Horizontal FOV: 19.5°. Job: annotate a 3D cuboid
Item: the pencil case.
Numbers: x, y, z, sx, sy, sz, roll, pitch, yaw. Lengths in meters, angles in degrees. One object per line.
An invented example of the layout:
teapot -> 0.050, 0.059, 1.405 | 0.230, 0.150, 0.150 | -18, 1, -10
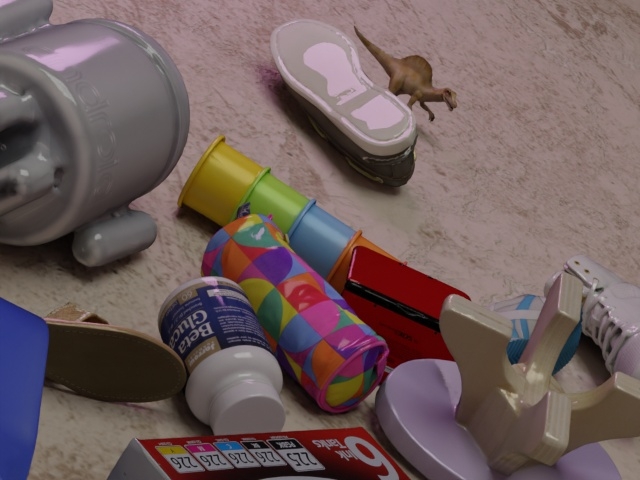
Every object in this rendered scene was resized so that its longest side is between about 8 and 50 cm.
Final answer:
pencil case -> -0.026, 0.068, 1.907 | 0.104, 0.104, 0.236 | -3, 43, -46

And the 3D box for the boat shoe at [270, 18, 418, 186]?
boat shoe -> 0.027, -0.181, 2.412 | 0.109, 0.091, 0.305 | -27, 48, -14

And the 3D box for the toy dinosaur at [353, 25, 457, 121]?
toy dinosaur -> 0.112, -0.219, 2.554 | 0.183, 0.092, 0.053 | 36, 27, 16

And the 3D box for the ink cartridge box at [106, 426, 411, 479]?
ink cartridge box -> -0.002, 0.285, 1.463 | 0.272, 0.130, 0.309 | 45, 22, 28

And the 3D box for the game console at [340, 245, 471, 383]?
game console -> 0.080, 0.090, 1.986 | 0.144, 0.124, 0.085 | 24, 1, -6

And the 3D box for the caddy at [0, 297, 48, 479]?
caddy -> -0.325, 0.149, 1.333 | 0.179, 0.241, 0.341 | 26, 25, -18

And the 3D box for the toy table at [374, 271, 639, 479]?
toy table -> 0.210, 0.164, 1.856 | 0.274, 0.161, 0.252 | 18, 40, -16

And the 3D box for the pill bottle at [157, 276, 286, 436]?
pill bottle -> -0.090, 0.118, 1.764 | 0.094, 0.094, 0.169 | 11, 31, -30

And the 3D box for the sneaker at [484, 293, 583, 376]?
sneaker -> 0.204, 0.122, 2.062 | 0.092, 0.087, 0.229 | 17, 22, 30

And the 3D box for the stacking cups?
stacking cups -> 0.000, 0.000, 2.064 | 0.316, 0.096, 0.096 | 30, 27, 2

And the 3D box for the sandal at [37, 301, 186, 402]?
sandal -> -0.239, 0.083, 1.695 | 0.240, 0.088, 0.079 | 9, 38, -24

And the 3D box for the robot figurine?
robot figurine -> -0.263, -0.115, 1.898 | 0.353, 0.200, 0.300 | -35, 104, -60

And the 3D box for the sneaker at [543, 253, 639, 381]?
sneaker -> 0.332, 0.107, 2.183 | 0.169, 0.108, 0.292 | 27, 17, 2
